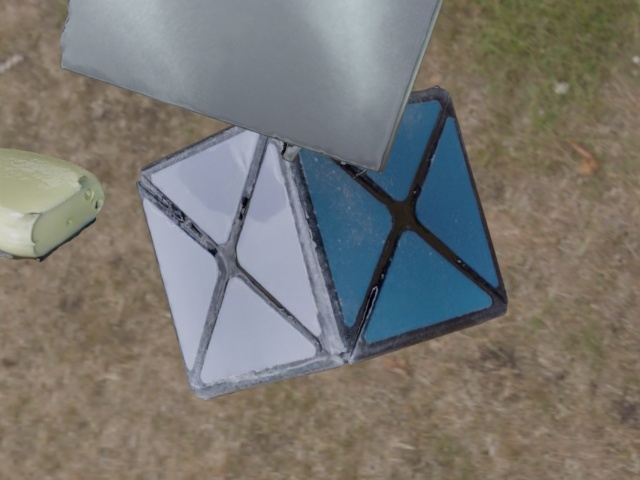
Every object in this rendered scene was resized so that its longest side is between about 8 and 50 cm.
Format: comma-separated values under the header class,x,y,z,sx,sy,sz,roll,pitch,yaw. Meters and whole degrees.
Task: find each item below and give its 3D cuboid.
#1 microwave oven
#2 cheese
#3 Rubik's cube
class,x,y,z,sx,sy,sz,roll,pitch,yaw
microwave oven,-0.006,-0.273,1.024,0.236,0.432,0.374,18,109,0
cheese,-0.341,-0.061,1.320,0.251,0.127,0.054,23,132,25
Rubik's cube,0.000,0.000,1.353,0.255,0.259,0.260,-20,87,46
